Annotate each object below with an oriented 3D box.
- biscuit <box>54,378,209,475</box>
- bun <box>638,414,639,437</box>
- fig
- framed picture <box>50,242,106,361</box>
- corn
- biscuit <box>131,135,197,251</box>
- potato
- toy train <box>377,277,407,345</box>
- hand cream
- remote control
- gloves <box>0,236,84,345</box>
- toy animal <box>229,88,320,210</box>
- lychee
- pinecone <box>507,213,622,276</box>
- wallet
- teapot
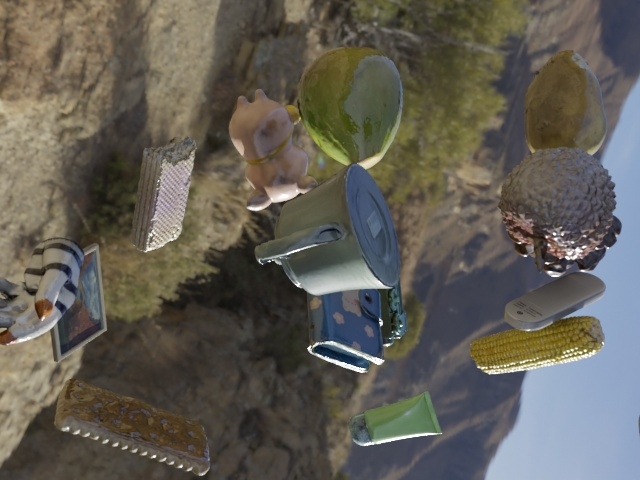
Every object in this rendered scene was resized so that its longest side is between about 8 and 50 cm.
[{"bbox_3d":[-0.381,0.376,1.736,0.044,0.324,0.217,-64,-165,8],"label":"biscuit"},{"bbox_3d":[0.566,0.307,1.327,0.193,0.127,0.179,-115,-162,-73],"label":"bun"},{"bbox_3d":[0.056,-0.250,1.612,0.207,0.207,0.230,-36,124,-77],"label":"fig"},{"bbox_3d":[-0.597,0.150,2.067,0.184,0.016,0.250,-36,134,-55],"label":"framed picture"},{"bbox_3d":[0.400,0.196,1.568,0.081,0.248,0.081,30,51,-46],"label":"corn"},{"bbox_3d":[-0.318,-0.094,1.708,0.108,0.061,0.239,-29,144,-50],"label":"biscuit"},{"bbox_3d":[0.561,-0.311,1.966,0.191,0.141,0.296,-21,-125,41],"label":"potato"},{"bbox_3d":[0.117,0.103,1.543,0.111,0.071,0.171,-27,111,-71],"label":"toy train"},{"bbox_3d":[0.145,0.362,1.688,0.046,0.175,0.095,-65,137,-75],"label":"hand cream"},{"bbox_3d":[0.427,0.108,1.533,0.245,0.077,0.022,-19,125,-34],"label":"remote control"},{"bbox_3d":[-0.503,0.098,1.491,0.131,0.140,0.219,79,24,-56],"label":"gloves"},{"bbox_3d":[-0.110,-0.205,1.843,0.149,0.165,0.248,-60,131,-69],"label":"toy animal"},{"bbox_3d":[0.333,-0.045,1.203,0.197,0.165,0.165,-57,170,-14],"label":"lychee"},{"bbox_3d":[0.471,-0.031,1.663,0.201,0.228,0.203,-175,-94,-72],"label":"pinecone"},{"bbox_3d":[0.036,0.089,1.282,0.059,0.141,0.202,-32,-134,33],"label":"wallet"},{"bbox_3d":[0.000,0.000,1.071,0.239,0.149,0.162,-12,85,-68],"label":"teapot"}]
